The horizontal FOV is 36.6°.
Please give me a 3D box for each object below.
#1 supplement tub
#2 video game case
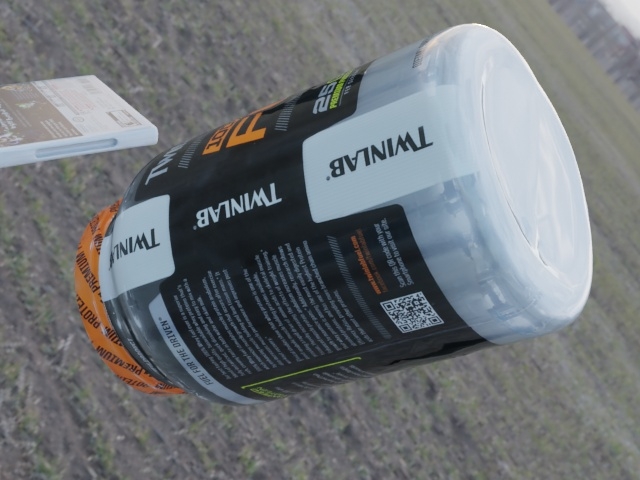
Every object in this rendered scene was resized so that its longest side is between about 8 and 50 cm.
[{"bbox_3d":[0.000,0.000,0.689,0.207,0.338,0.207,35,46,-46],"label":"supplement tub"},{"bbox_3d":[-0.288,-0.129,1.019,0.173,0.022,0.190,-12,32,-30],"label":"video game case"}]
